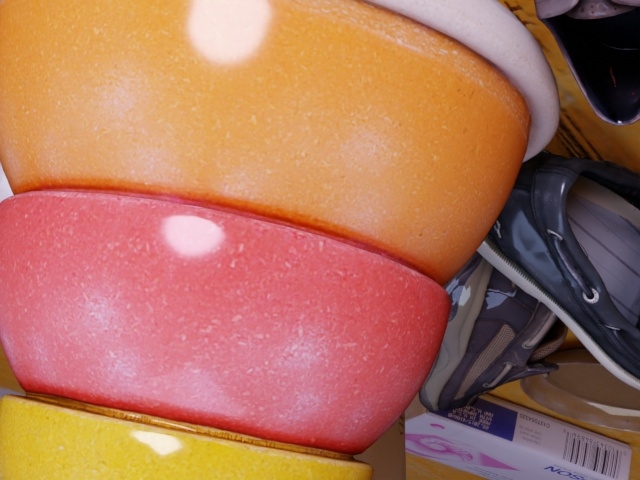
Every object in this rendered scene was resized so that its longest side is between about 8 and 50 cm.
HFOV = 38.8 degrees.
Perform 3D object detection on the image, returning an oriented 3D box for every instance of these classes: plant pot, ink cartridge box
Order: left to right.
[{"bbox_3d":[0.243,0.316,1.401,0.324,0.072,0.330,20,155,-11],"label":"ink cartridge box"},{"bbox_3d":[0.354,0.174,1.060,0.236,0.032,0.236,13,157,6],"label":"plant pot"}]

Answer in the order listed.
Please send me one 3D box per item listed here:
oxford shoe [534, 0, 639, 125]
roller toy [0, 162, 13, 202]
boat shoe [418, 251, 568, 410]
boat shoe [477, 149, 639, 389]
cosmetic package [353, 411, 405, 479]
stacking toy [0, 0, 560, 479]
[{"bbox_3d":[0.130,-0.154,0.390,0.096,0.098,0.271,2,153,28],"label":"oxford shoe"},{"bbox_3d":[-0.253,-0.041,0.773,0.146,0.209,0.191,17,127,-1],"label":"roller toy"},{"bbox_3d":[0.171,0.093,0.872,0.130,0.132,0.355,12,157,9],"label":"boat shoe"},{"bbox_3d":[0.260,0.031,0.687,0.340,0.127,0.113,37,162,-22],"label":"boat shoe"},{"bbox_3d":[-0.043,0.116,0.868,0.156,0.217,0.385,-10,150,20],"label":"cosmetic package"},{"bbox_3d":[-0.071,0.090,0.525,0.350,0.480,0.350,11,171,2],"label":"stacking toy"}]
